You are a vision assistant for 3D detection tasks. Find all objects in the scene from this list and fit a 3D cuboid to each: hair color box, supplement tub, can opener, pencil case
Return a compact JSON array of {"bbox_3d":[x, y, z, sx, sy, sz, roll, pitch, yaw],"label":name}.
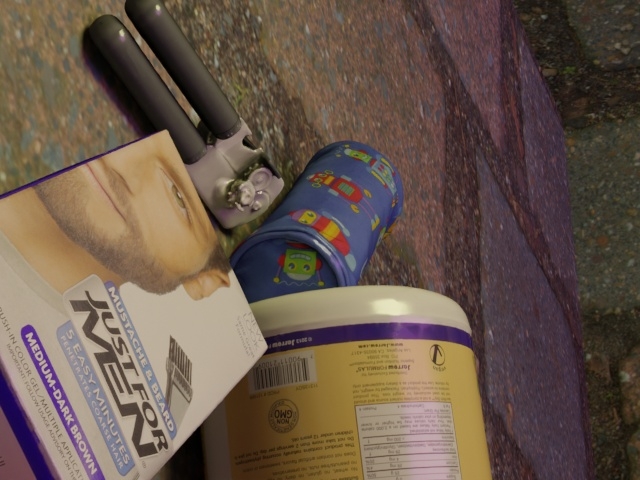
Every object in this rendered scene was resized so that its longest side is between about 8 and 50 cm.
[{"bbox_3d":[-0.155,0.053,0.841,0.185,0.110,0.339,66,16,-7],"label":"hair color box"},{"bbox_3d":[0.026,0.222,1.115,0.241,0.241,0.331,29,52,-64],"label":"supplement tub"},{"bbox_3d":[-0.118,-0.112,1.208,0.093,0.074,0.280,49,-5,41],"label":"can opener"},{"bbox_3d":[0.000,0.000,1.356,0.306,0.119,0.133,-55,166,-64],"label":"pencil case"}]
